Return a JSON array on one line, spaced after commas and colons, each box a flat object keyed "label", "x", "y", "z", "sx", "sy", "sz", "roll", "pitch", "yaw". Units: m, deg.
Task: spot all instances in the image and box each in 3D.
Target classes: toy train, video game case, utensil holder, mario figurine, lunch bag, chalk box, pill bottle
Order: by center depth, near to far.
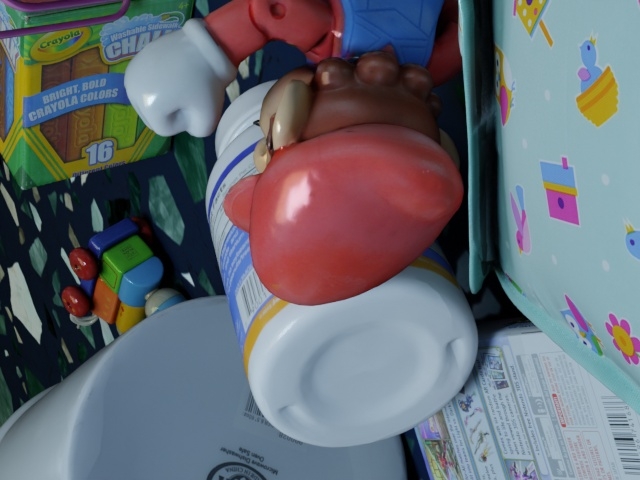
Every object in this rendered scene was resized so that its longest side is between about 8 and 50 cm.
[{"label": "lunch bag", "x": 0.151, "y": -0.064, "z": 0.526, "sx": 0.262, "sy": 0.160, "sz": 0.223, "roll": -133, "pitch": 32, "yaw": -61}, {"label": "mario figurine", "x": 0.002, "y": -0.119, "z": 0.631, "sx": 0.170, "sy": 0.198, "sz": 0.320, "roll": 79, "pitch": -161, "yaw": -78}, {"label": "video game case", "x": 0.171, "y": 0.181, "z": 0.712, "sx": 0.244, "sy": 0.061, "sz": 0.269, "roll": -17, "pitch": 91, "yaw": 59}, {"label": "pill bottle", "x": 0.000, "y": 0.000, "z": 0.767, "sx": 0.272, "sy": 0.152, "sz": 0.152, "roll": -110, "pitch": 22, "yaw": -49}, {"label": "utensil holder", "x": -0.142, "y": 0.249, "z": 1.012, "sx": 0.385, "sy": 0.328, "sz": 0.327, "roll": -35, "pitch": 75, "yaw": 58}, {"label": "chalk box", "x": -0.250, "y": -0.228, "z": 1.078, "sx": 0.179, "sy": 0.180, "sz": 0.289, "roll": 54, "pitch": 147, "yaw": 29}, {"label": "toy train", "x": -0.243, "y": 0.095, "z": 1.333, "sx": 0.143, "sy": 0.105, "sz": 0.248, "roll": 47, "pitch": 144, "yaw": 15}]

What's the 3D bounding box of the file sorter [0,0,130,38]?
[{"label": "file sorter", "x": -0.166, "y": -0.291, "z": 0.823, "sx": 0.291, "sy": 0.202, "sz": 0.182, "roll": -15, "pitch": 96, "yaw": 45}]
